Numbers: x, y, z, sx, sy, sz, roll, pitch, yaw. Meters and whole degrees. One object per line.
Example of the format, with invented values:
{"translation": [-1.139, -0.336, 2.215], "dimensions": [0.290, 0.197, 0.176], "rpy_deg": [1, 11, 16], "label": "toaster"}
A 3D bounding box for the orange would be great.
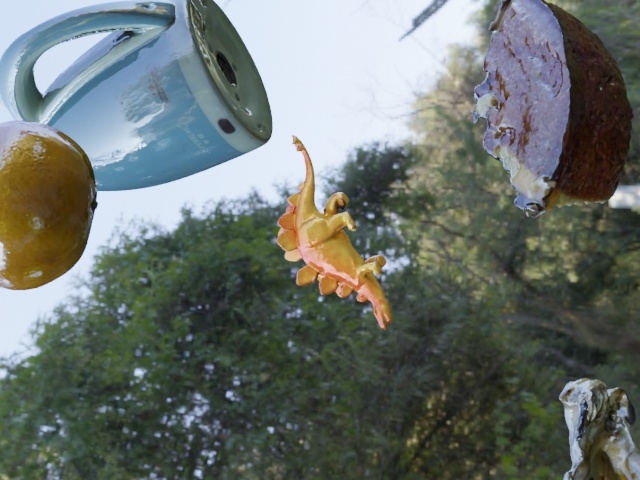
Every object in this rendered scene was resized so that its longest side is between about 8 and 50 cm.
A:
{"translation": [-0.267, -0.032, 0.751], "dimensions": [0.156, 0.124, 0.156], "rpy_deg": [178, 90, -69], "label": "orange"}

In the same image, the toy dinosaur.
{"translation": [0.000, 0.000, 1.079], "dimensions": [0.288, 0.117, 0.070], "rpy_deg": [58, -165, 12], "label": "toy dinosaur"}

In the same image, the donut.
{"translation": [0.225, -0.125, 0.765], "dimensions": [0.126, 0.187, 0.144], "rpy_deg": [4, -50, -31], "label": "donut"}

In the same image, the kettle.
{"translation": [-0.292, -0.213, 1.209], "dimensions": [0.319, 0.342, 0.247], "rpy_deg": [53, -158, -45], "label": "kettle"}

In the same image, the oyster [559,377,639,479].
{"translation": [0.357, 0.328, 1.050], "dimensions": [0.133, 0.197, 0.337], "rpy_deg": [100, 173, -58], "label": "oyster"}
